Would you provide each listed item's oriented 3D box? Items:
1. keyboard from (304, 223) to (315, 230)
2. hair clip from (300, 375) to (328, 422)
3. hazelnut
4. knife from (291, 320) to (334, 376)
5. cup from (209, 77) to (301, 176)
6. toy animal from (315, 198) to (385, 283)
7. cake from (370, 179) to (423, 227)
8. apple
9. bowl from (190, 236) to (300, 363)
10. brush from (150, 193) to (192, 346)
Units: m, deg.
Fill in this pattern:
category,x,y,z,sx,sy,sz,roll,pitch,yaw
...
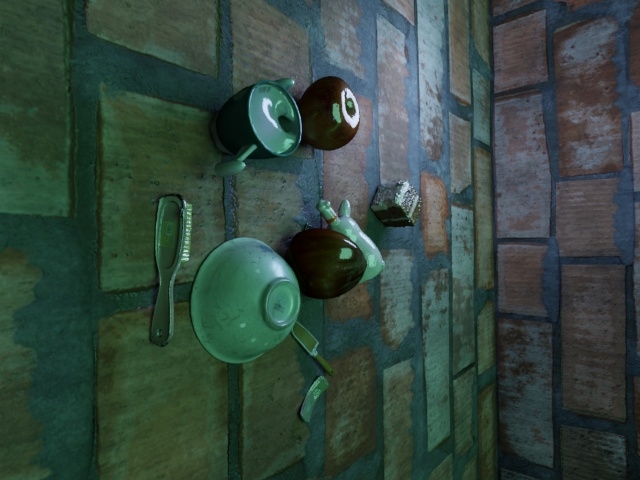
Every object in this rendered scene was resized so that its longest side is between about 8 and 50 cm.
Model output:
category,x,y,z,sx,sy,sz,roll,pitch,yaw
keyboard,0.000,0.000,1.269,0.155,0.010,0.053,30,66,-46
hair clip,-0.020,0.465,1.223,0.054,0.022,0.137,57,49,-31
hazelnut,0.016,0.061,1.137,0.180,0.181,0.212,-30,139,-18
knife,-0.024,0.313,1.222,0.046,0.022,0.256,-52,123,-29
cup,-0.159,-0.262,0.958,0.167,0.173,0.300,47,54,-38
toy animal,0.070,-0.001,1.259,0.283,0.138,0.140,52,39,-6
cake,0.277,-0.134,1.515,0.147,0.135,0.135,49,55,-32
apple,0.017,-0.357,1.191,0.201,0.162,0.202,24,61,-54
bowl,-0.137,0.145,0.997,0.313,0.146,0.314,4,85,-50
brush,-0.303,0.061,0.866,0.067,0.071,0.313,12,80,-63
